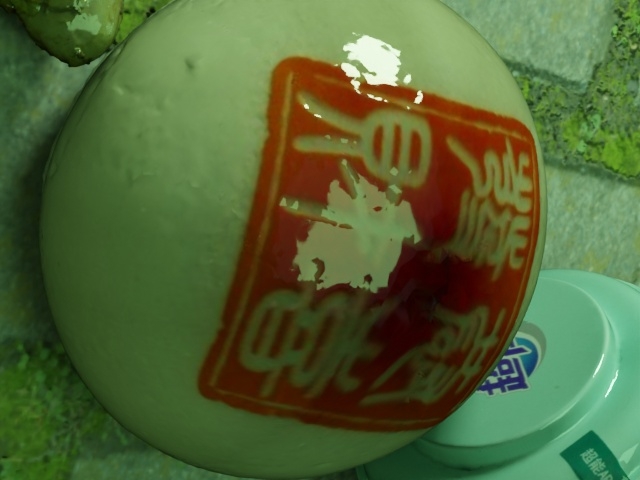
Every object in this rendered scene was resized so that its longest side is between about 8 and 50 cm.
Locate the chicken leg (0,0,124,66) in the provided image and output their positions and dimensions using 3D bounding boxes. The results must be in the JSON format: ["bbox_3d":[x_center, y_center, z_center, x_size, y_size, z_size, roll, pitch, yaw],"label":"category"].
[{"bbox_3d":[-0.173,-0.201,1.182,0.093,0.070,0.178,-8,103,-31],"label":"chicken leg"}]

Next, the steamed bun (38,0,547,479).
[{"bbox_3d":[0.000,0.000,1.259,0.374,0.241,0.374,-12,116,-26],"label":"steamed bun"}]

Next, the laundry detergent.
[{"bbox_3d":[0.193,0.196,1.474,0.287,0.287,0.305,-44,129,-19],"label":"laundry detergent"}]
